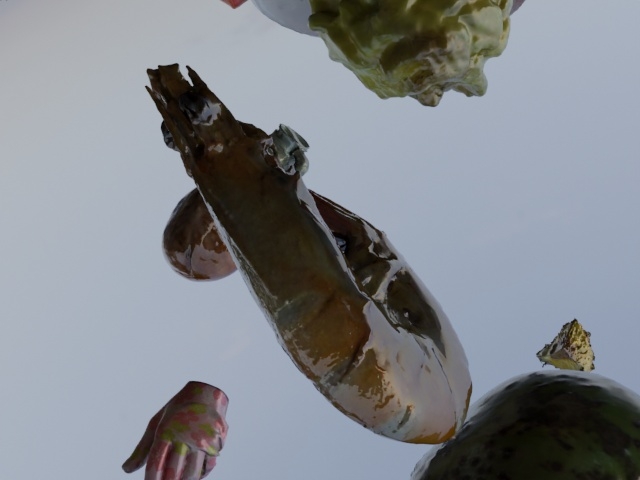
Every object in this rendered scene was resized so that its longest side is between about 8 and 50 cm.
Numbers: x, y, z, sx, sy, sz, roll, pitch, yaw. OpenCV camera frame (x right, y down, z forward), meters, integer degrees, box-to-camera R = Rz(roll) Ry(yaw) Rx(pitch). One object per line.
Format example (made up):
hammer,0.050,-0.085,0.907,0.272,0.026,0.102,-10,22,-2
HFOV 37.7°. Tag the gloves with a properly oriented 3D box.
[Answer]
gloves,-0.254,0.375,1.680,0.126,0.145,0.241,-43,-159,47

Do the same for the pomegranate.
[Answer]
pomegranate,0.172,0.269,0.756,0.285,0.285,0.340,-49,179,-36

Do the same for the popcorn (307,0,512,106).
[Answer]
popcorn,0.070,-0.190,0.756,0.173,0.173,0.142,-30,-158,-4

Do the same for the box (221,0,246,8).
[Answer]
box,-0.158,-0.309,0.599,0.048,0.273,0.265,-43,-122,-16

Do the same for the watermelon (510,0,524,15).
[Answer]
watermelon,0.165,-0.386,1.137,0.262,0.201,0.213,1,-148,-41

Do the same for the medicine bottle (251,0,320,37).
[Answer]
medicine bottle,0.019,-0.326,0.897,0.139,0.139,0.237,-1,-110,45

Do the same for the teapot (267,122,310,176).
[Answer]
teapot,-0.098,-0.101,1.631,0.200,0.077,0.107,-49,-129,17

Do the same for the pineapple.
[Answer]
pineapple,0.449,0.213,1.759,0.114,0.114,0.077,-24,171,42

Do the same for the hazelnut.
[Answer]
hazelnut,-0.179,-0.014,1.433,0.150,0.150,0.150,-23,-154,12

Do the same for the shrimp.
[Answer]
shrimp,0.000,0.000,0.582,0.063,0.287,0.152,-39,174,34
